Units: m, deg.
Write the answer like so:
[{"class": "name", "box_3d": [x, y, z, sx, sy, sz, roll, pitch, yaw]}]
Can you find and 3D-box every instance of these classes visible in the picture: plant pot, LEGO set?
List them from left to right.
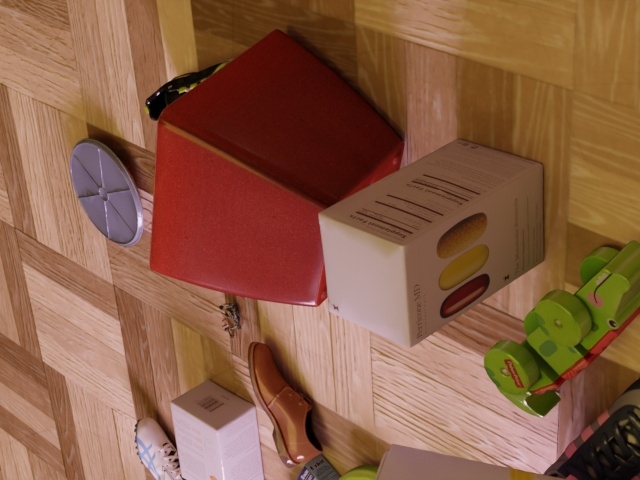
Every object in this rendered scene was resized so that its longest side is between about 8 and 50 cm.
[{"class": "LEGO set", "box_3d": [-0.145, 0.126, 2.107, 0.054, 0.023, 0.083, 57, 157, 8]}, {"class": "plant pot", "box_3d": [-0.044, -0.071, 1.669, 0.236, 0.267, 0.267, 27, 134, 19]}]

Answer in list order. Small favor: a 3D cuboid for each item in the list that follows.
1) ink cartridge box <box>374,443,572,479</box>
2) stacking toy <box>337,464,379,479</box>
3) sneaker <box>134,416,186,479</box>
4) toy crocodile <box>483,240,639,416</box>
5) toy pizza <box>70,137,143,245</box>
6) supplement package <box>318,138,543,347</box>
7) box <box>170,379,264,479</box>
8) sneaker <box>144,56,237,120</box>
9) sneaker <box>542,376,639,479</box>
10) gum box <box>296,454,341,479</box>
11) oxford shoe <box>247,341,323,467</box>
[{"class": "ink cartridge box", "box_3d": [0.251, 0.412, 1.501, 0.385, 0.160, 0.279, 9, 138, 21]}, {"class": "stacking toy", "box_3d": [0.049, 0.508, 1.928, 0.309, 0.130, 0.279, -42, 71, 21]}, {"class": "sneaker", "box_3d": [-0.276, 0.438, 2.435, 0.086, 0.085, 0.237, -30, 86, 28]}, {"class": "toy crocodile", "box_3d": [0.291, 0.108, 1.485, 0.105, 0.115, 0.340, 46, 144, 9]}, {"class": "toy pizza", "box_3d": [-0.363, -0.086, 2.215, 0.201, 0.032, 0.201, 31, 136, 35]}, {"class": "supplement package", "box_3d": [0.133, -0.002, 1.488, 0.134, 0.244, 0.139, 22, 130, 41]}, {"class": "box", "box_3d": [-0.179, 0.352, 2.237, 0.130, 0.091, 0.170, 24, 130, 40]}, {"class": "sneaker", "box_3d": [-0.173, -0.202, 1.849, 0.235, 0.097, 0.084, -7, 108, 52]}, {"class": "sneaker", "box_3d": [0.343, 0.268, 1.513, 0.112, 0.131, 0.319, 48, 142, 20]}, {"class": "gum box", "box_3d": [0.025, 0.465, 2.108, 0.184, 0.041, 0.157, 48, 142, 19]}, {"class": "oxford shoe", "box_3d": [-0.053, 0.254, 2.056, 0.076, 0.076, 0.212, -22, 95, 24]}]
